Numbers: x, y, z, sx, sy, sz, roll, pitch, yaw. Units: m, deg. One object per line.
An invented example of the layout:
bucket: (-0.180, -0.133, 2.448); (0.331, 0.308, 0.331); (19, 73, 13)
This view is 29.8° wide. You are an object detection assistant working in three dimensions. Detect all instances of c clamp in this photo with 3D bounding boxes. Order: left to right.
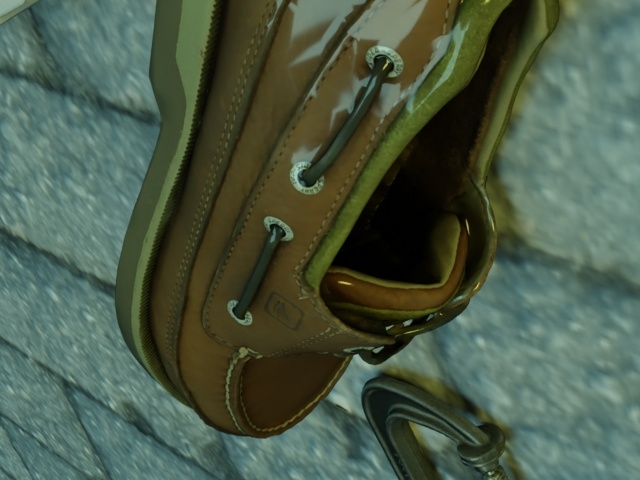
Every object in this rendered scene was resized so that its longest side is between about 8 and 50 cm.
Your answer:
c clamp: (0.082, 0.130, 0.564); (0.137, 0.022, 0.160); (7, 132, 59)

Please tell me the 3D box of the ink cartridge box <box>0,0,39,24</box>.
ink cartridge box: (-0.170, -0.150, 0.540); (0.198, 0.067, 0.115); (-1, 124, 58)

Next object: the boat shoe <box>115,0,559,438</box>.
boat shoe: (0.000, 0.000, 0.425); (0.104, 0.111, 0.307); (40, 150, 22)
